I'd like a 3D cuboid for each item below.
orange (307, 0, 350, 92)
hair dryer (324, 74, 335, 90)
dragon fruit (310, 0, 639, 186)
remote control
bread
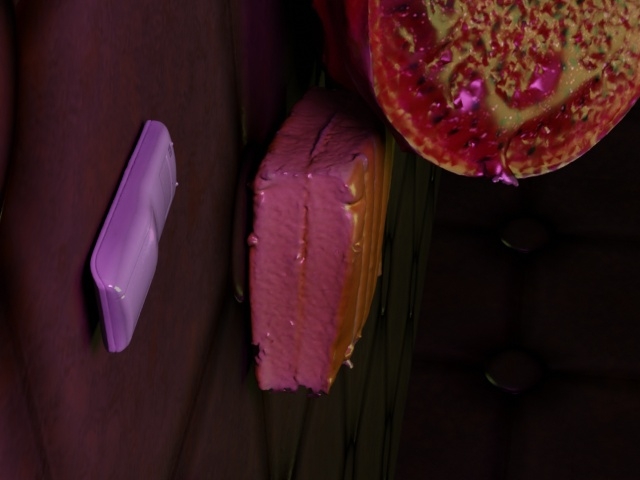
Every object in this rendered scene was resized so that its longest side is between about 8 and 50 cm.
[{"bbox_3d":[0.069,-0.246,1.607,0.179,0.158,0.237,-10,101,-75],"label":"orange"},{"bbox_3d":[0.049,-0.309,1.766,0.189,0.107,0.344,78,28,-71],"label":"hair dryer"},{"bbox_3d":[0.147,-0.251,1.391,0.249,0.386,0.371,35,-66,52],"label":"dragon fruit"},{"bbox_3d":[-0.113,-0.005,0.925,0.162,0.029,0.061,-77,170,-48],"label":"remote control"},{"bbox_3d":[0.000,0.000,1.449,0.239,0.111,0.246,-64,160,-62],"label":"bread"}]
